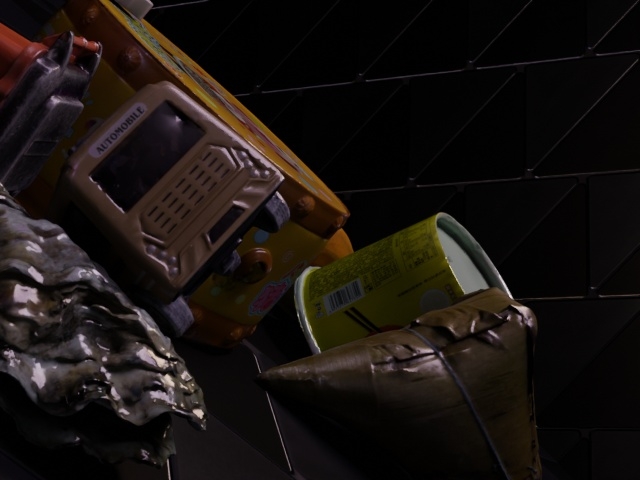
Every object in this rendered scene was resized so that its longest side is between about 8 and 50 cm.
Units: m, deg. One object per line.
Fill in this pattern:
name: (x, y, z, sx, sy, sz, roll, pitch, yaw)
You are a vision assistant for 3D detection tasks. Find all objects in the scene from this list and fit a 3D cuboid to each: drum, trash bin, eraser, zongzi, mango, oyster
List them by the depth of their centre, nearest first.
oyster: (-0.189, 0.049, 0.836, 0.268, 0.112, 0.198, 39, 5, -4)
trash bin: (-0.339, -0.166, 1.081, 0.239, 0.184, 0.161, 38, 5, 0)
eraser: (-0.238, -0.293, 1.336, 0.065, 0.026, 0.105, 43, 5, 39)
drum: (-0.184, -0.089, 1.382, 0.431, 0.214, 0.431, 42, 6, -6)
zongzi: (0.105, 0.252, 1.466, 0.160, 0.360, 0.323, 17, -62, 64)
mango: (-0.005, -0.004, 1.902, 0.115, 0.089, 0.165, 38, -6, 46)

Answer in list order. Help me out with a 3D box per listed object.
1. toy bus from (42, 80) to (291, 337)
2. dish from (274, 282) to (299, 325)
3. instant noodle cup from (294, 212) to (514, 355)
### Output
toy bus: (-0.143, -0.008, 0.962, 0.157, 0.139, 0.289, 44, -21, -3)
dish: (-0.040, 0.076, 1.861, 0.208, 0.080, 0.149, 43, 2, 8)
instant noodle cup: (0.142, 0.117, 1.691, 0.311, 0.221, 0.311, 47, 23, -26)
